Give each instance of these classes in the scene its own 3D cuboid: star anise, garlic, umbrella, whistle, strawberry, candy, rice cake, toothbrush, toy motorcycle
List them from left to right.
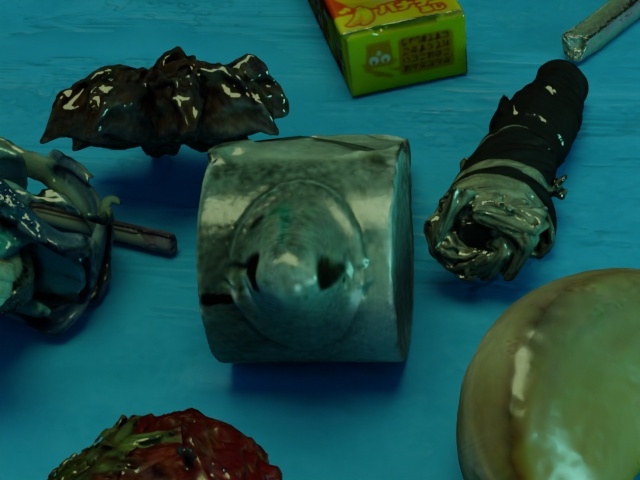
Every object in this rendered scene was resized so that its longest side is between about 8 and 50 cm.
[{"bbox_3d":[-0.308,-0.020,1.456,0.206,0.154,0.260,-18,43,-32],"label":"toy motorcycle"},{"bbox_3d":[-0.297,-0.033,1.567,0.354,0.024,0.029,12,34,25],"label":"toothbrush"},{"bbox_3d":[-0.120,0.250,1.037,0.274,0.220,0.274,-32,6,4],"label":"strawberry"},{"bbox_3d":[-0.152,-0.139,1.525,0.236,0.109,0.223,-2,-5,-38],"label":"star anise"},{"bbox_3d":[-0.001,-0.032,1.382,0.168,0.188,0.405,-1,38,8],"label":"whistle"},{"bbox_3d":[0.066,-0.282,1.773,0.146,0.088,0.276,-14,39,-7],"label":"candy"},{"bbox_3d":[0.199,-0.073,1.497,0.113,0.106,0.358,16,35,14],"label":"umbrella"},{"bbox_3d":[0.344,-0.262,1.744,0.033,0.033,0.207,25,48,37],"label":"rice cake"},{"bbox_3d":[0.243,0.120,1.222,0.338,0.151,0.196,-24,67,-31],"label":"garlic"}]

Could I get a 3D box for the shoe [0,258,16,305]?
[{"bbox_3d":[-0.398,0.108,1.299,0.316,0.159,0.124,-12,-8,21],"label":"shoe"}]
